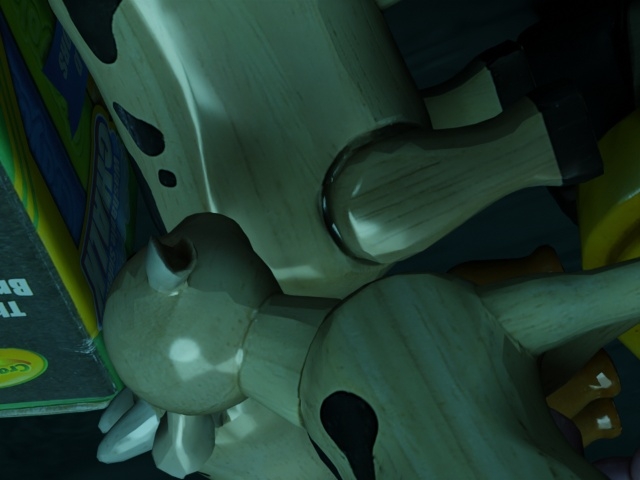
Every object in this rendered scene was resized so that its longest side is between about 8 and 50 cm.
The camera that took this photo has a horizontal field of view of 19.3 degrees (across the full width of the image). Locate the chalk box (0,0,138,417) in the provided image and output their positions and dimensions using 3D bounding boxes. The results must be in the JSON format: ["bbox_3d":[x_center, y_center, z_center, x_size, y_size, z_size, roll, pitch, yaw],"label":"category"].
[{"bbox_3d":[-0.170,-0.045,0.703,0.180,0.179,0.289,-4,147,7],"label":"chalk box"}]

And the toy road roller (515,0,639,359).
[{"bbox_3d":[0.224,0.033,0.747,0.202,0.241,0.329,-20,141,28],"label":"toy road roller"}]

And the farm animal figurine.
[{"bbox_3d":[0.000,0.000,0.553,0.172,0.327,0.330,-21,178,-3],"label":"farm animal figurine"}]
